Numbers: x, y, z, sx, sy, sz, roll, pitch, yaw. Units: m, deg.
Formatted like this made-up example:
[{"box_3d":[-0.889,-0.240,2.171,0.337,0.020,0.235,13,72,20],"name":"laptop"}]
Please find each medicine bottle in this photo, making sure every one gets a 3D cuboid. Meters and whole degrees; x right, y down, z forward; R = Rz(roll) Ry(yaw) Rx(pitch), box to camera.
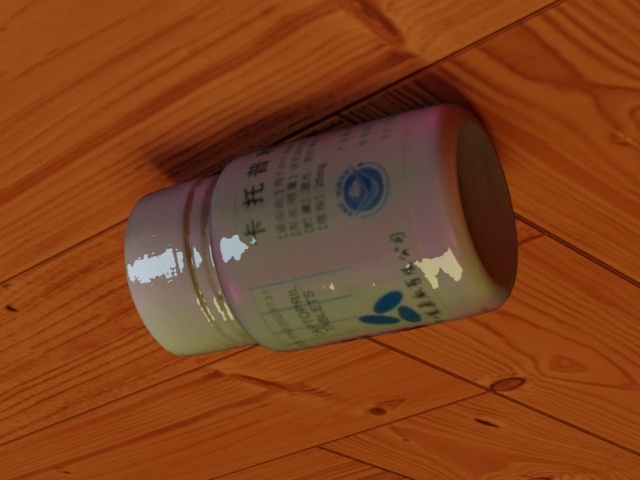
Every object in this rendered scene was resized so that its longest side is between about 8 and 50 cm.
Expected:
[{"box_3d":[0.000,0.000,1.020,0.254,0.152,0.152,-13,150,22],"name":"medicine bottle"}]
